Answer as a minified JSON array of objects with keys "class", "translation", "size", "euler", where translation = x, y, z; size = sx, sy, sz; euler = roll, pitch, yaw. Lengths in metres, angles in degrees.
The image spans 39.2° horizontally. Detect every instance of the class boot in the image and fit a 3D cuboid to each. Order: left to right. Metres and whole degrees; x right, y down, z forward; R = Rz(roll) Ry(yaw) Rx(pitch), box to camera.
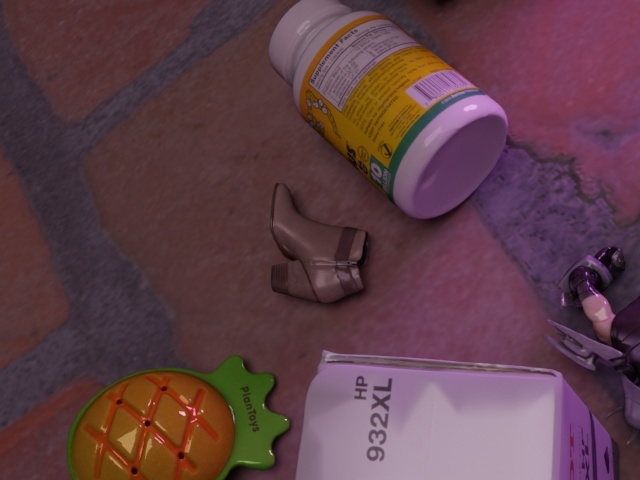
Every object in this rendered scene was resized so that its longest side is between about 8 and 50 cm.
[{"class":"boot","translation":[0.000,0.000,0.801],"size":[0.087,0.042,0.118],"euler":[-6,70,15]}]

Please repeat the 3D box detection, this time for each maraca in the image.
[{"class":"maraca","translation":[-0.121,0.163,0.762],"size":[0.186,0.099,0.127],"euler":[-16,66,-11]}]

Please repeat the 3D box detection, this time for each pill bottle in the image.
[{"class":"pill bottle","translation":[0.050,-0.123,0.775],"size":[0.117,0.117,0.208],"euler":[-46,61,3]}]

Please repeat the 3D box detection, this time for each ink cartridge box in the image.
[{"class":"ink cartridge box","translation":[0.097,0.206,0.528],"size":[0.129,0.307,0.223],"euler":[0,72,23]}]

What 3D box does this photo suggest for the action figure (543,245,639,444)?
[{"class":"action figure","translation":[0.277,0.016,0.645],"size":[0.185,0.099,0.285],"euler":[21,85,21]}]
